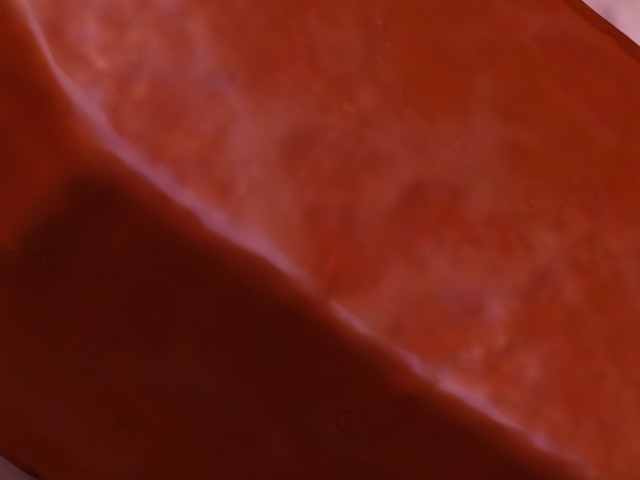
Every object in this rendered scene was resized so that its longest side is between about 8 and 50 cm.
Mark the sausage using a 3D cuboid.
[{"bbox_3d":[-0.001,0.000,0.439,0.268,0.141,0.153,35,60,-16],"label":"sausage"}]
